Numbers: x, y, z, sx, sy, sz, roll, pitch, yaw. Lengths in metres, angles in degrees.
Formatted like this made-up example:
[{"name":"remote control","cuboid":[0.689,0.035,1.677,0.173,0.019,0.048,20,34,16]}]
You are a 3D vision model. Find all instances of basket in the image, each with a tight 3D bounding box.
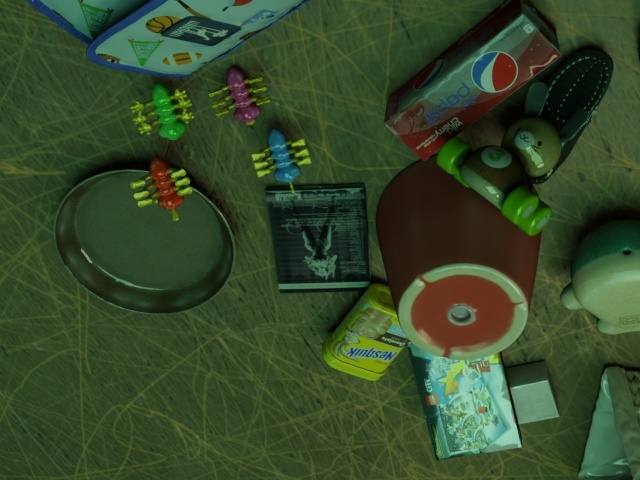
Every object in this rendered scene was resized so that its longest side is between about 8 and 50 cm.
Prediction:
[{"name":"basket","cuboid":[0.635,0.454,1.845,0.266,0.328,0.331,3,128,1]}]

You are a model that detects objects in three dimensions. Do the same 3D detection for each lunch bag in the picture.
[{"name":"lunch bag","cuboid":[-0.215,-0.387,1.301,0.385,0.239,0.327,38,142,-29]}]

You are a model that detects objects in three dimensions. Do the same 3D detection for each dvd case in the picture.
[{"name":"dvd case","cuboid":[0.000,0.000,1.746,0.164,0.018,0.221,-2,127,6]}]

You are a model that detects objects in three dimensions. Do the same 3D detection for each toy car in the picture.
[{"name":"toy car","cuboid":[0.292,-0.132,1.473,0.188,0.155,0.149,-52,152,7]}]

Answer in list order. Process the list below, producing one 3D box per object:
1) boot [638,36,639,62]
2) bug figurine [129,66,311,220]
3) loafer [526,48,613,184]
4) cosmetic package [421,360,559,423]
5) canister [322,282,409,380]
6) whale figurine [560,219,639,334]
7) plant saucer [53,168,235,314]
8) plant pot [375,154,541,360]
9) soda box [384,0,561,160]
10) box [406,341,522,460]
[{"name":"boot","cuboid":[0.542,-0.240,1.483,0.137,0.077,0.198,-19,137,13]},{"name":"bug figurine","cuboid":[-0.162,-0.152,1.587,0.278,0.072,0.216,-12,112,3]},{"name":"loafer","cuboid":[0.365,-0.189,1.539,0.080,0.078,0.220,37,116,16]},{"name":"cosmetic package","cuboid":[0.316,0.299,1.920,0.238,0.060,0.099,-13,121,15]},{"name":"canister","cuboid":[0.096,0.161,1.820,0.126,0.073,0.170,20,128,-19]},{"name":"whale figurine","cuboid":[0.503,0.063,1.697,0.216,0.141,0.272,-10,151,13]},{"name":"plant saucer","cuboid":[-0.295,-0.003,1.753,0.310,0.050,0.311,3,128,4]},{"name":"plant pot","cuboid":[0.219,0.038,1.613,0.274,0.243,0.275,3,129,3]},{"name":"soda box","cuboid":[0.218,-0.237,1.500,0.092,0.083,0.263,40,122,-22]},{"name":"box","cuboid":[0.260,0.271,1.854,0.159,0.044,0.233,-12,99,15]}]
